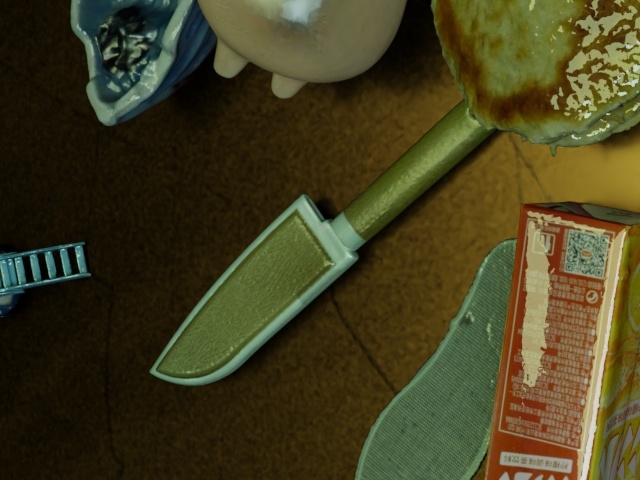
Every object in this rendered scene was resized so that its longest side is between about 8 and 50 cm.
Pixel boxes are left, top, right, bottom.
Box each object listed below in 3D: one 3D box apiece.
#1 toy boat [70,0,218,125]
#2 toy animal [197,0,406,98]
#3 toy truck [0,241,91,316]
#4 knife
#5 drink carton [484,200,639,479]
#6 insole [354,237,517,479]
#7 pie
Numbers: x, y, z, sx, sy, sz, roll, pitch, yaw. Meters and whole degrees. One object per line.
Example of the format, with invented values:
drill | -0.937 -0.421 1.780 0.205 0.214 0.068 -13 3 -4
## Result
toy boat | -0.120 -0.231 1.059 0.129 0.142 0.309 15 101 33
toy animal | 0.001 -0.202 0.966 0.149 0.165 0.248 -105 33 -47
toy truck | -0.248 0.029 1.202 0.136 0.074 0.063 -12 87 -9
knife | -0.001 -0.001 1.061 0.343 0.027 0.061 -43 71 23
drink carton | 0.154 0.092 0.928 0.071 0.096 0.223 11 98 31
insole | 0.090 0.101 1.022 0.080 0.003 0.232 38 111 25
pie | 0.155 -0.155 0.921 0.205 0.084 0.179 -46 62 21
